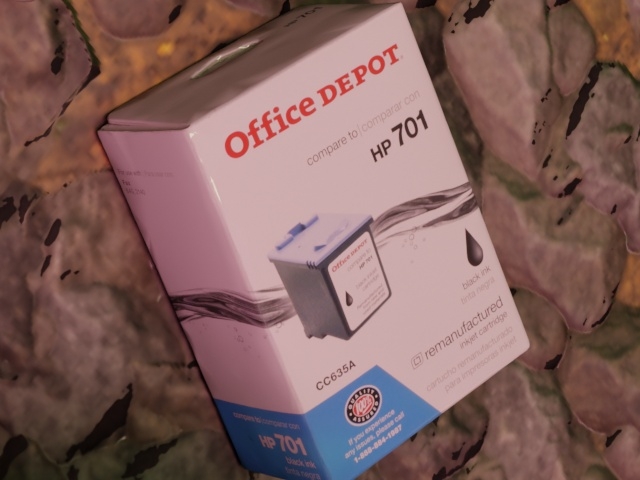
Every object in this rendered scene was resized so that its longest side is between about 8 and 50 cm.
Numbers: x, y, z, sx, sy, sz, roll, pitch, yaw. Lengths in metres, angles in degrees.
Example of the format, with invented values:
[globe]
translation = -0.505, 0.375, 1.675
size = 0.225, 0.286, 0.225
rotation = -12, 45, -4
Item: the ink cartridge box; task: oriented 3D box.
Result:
[ink cartridge box]
translation = 0.000, 0.000, 0.928
size = 0.139, 0.082, 0.190
rotation = -34, 114, -30
